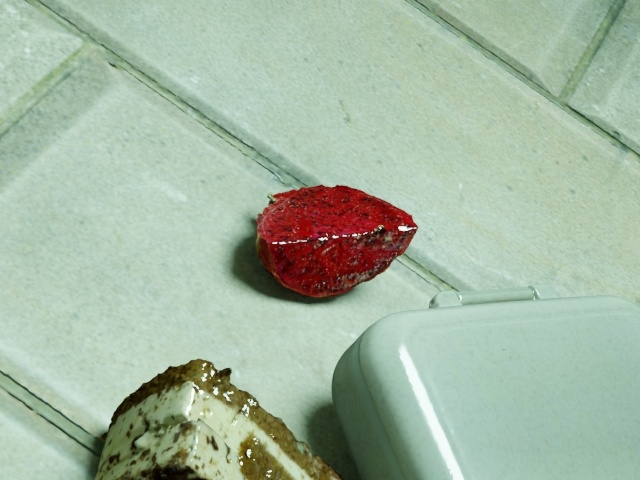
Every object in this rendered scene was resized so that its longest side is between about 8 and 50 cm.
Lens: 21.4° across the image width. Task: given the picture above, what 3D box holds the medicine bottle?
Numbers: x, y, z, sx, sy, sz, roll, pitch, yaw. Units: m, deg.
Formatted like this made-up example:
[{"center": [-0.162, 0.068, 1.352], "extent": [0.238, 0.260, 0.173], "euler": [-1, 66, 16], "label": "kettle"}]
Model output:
[{"center": [0.194, 0.175, 1.510], "extent": [0.375, 0.123, 0.282], "euler": [-3, 61, -39], "label": "medicine bottle"}]

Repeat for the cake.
[{"center": [-0.074, 0.211, 1.359], "extent": [0.246, 0.135, 0.112], "euler": [47, 38, -35], "label": "cake"}]

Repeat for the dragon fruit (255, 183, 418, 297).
[{"center": [0.000, 0.000, 1.615], "extent": [0.162, 0.083, 0.106], "euler": [-11, 36, -22], "label": "dragon fruit"}]
